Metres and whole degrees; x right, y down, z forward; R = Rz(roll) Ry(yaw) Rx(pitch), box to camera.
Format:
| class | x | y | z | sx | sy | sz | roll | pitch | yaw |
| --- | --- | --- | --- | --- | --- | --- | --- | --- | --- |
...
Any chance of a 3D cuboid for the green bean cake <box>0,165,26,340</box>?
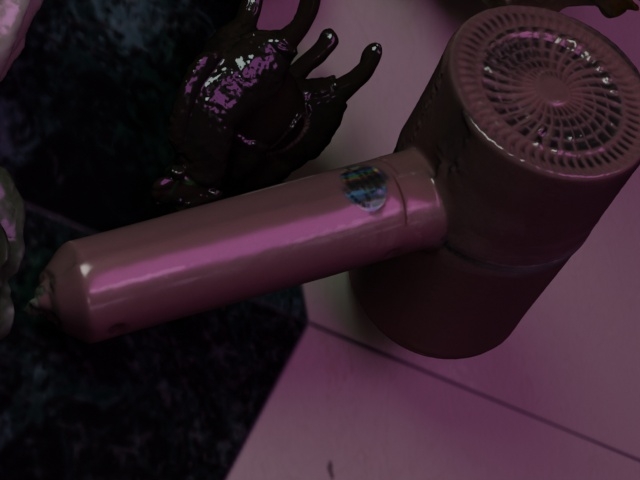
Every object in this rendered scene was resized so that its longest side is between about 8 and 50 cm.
| class | x | y | z | sx | sy | sz | roll | pitch | yaw |
| --- | --- | --- | --- | --- | --- | --- | --- | --- | --- |
| green bean cake | -0.224 | 0.053 | 0.456 | 0.222 | 0.125 | 0.227 | 24 | 71 | -45 |

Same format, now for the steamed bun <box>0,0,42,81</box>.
| class | x | y | z | sx | sy | sz | roll | pitch | yaw |
| --- | --- | --- | --- | --- | --- | --- | --- | --- | --- |
| steamed bun | -0.183 | -0.137 | 0.547 | 0.183 | 0.106 | 0.183 | 10 | 77 | -48 |

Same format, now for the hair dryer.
| class | x | y | z | sx | sy | sz | roll | pitch | yaw |
| --- | --- | --- | --- | --- | --- | --- | --- | --- | --- |
| hair dryer | 0.000 | 0.000 | 0.722 | 0.352 | 0.210 | 0.125 | -14 | 62 | -26 |

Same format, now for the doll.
| class | x | y | z | sx | sy | sz | roll | pitch | yaw |
| --- | --- | --- | --- | --- | --- | --- | --- | --- | --- |
| doll | -0.037 | -0.078 | 0.739 | 0.165 | 0.057 | 0.139 | -59 | 154 | -9 |

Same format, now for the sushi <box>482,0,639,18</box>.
| class | x | y | z | sx | sy | sz | roll | pitch | yaw |
| --- | --- | --- | --- | --- | --- | --- | --- | --- | --- |
| sushi | 0.195 | -0.341 | 0.919 | 0.396 | 0.240 | 0.351 | 3 | 81 | -58 |
